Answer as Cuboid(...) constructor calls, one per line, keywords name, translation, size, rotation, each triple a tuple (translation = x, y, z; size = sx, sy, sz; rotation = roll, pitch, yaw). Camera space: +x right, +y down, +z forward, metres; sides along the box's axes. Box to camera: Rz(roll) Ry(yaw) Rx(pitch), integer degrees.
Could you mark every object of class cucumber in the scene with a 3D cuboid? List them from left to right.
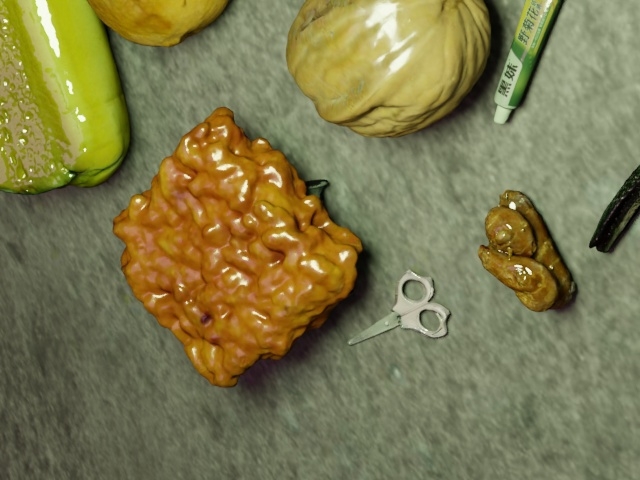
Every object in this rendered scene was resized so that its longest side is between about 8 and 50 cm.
Cuboid(name="cucumber", translation=(0.356, -0.041, 1.525), size=(0.135, 0.033, 0.034), rotation=(-57, 33, 35))

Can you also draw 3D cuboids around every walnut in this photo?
Cuboid(name="walnut", translation=(0.079, -0.232, 1.553), size=(0.261, 0.225, 0.225), rotation=(-36, 83, 45))

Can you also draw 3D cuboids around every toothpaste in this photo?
Cuboid(name="toothpaste", translation=(0.245, -0.231, 1.541), size=(0.049, 0.031, 0.204), rotation=(31, 120, 25))

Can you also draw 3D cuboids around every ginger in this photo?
Cuboid(name="ginger", translation=(0.243, 0.020, 1.586), size=(0.073, 0.103, 0.162), rotation=(-28, 86, 30))

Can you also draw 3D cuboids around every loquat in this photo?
Cuboid(name="loquat", translation=(-0.224, -0.377, 1.738), size=(0.238, 0.193, 0.238), rotation=(19, 118, 39))

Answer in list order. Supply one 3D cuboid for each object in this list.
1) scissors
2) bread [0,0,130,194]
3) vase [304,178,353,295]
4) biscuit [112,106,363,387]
Cuboid(name="scissors", translation=(0.098, 0.110, 1.786), size=(0.189, 0.015, 0.100), rotation=(-31, 89, 41))
Cuboid(name="bread", translation=(-0.418, -0.253, 1.917), size=(0.251, 0.208, 0.376), rotation=(-10, 101, 20))
Cuboid(name="vase", translation=(0.000, 0.000, 1.791), size=(0.059, 0.059, 0.167), rotation=(-6, 103, 38))
Cuboid(name="biscuit", translation=(-0.126, 0.020, 1.773), size=(0.312, 0.110, 0.318), rotation=(50, 123, 6))
